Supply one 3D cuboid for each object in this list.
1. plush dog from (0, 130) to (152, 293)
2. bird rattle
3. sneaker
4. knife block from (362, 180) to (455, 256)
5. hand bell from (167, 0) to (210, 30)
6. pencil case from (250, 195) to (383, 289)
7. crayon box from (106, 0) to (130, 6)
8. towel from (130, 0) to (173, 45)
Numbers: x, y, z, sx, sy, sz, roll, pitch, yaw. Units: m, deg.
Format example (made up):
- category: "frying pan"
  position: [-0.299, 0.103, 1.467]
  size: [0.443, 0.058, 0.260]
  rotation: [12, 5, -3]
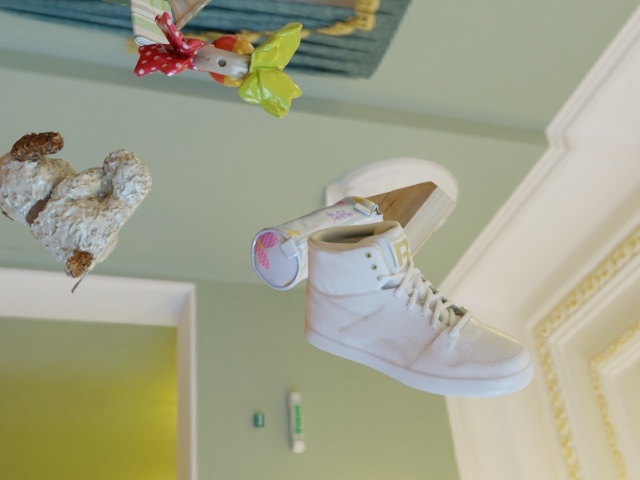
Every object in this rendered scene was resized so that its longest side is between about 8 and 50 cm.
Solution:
- category: "plush dog"
  position: [-0.444, -0.059, 1.396]
  size: [0.262, 0.225, 0.211]
  rotation: [-49, -173, 39]
- category: "bird rattle"
  position: [-0.151, -0.271, 1.297]
  size: [0.207, 0.253, 0.143]
  rotation: [-77, 172, -79]
- category: "sneaker"
  position: [0.106, 0.069, 0.971]
  size: [0.108, 0.292, 0.169]
  rotation: [-41, 136, -51]
- category: "knife block"
  position: [0.146, 0.021, 1.778]
  size: [0.275, 0.088, 0.242]
  rotation: [-13, -119, 32]
- category: "hand bell"
  position: [-0.334, -0.566, 1.726]
  size: [0.126, 0.242, 0.126]
  rotation: [-40, -166, 12]
- category: "pencil case"
  position: [0.000, 0.000, 1.505]
  size: [0.124, 0.273, 0.114]
  rotation: [-12, -83, 42]
- category: "crayon box"
  position: [-0.482, -0.539, 1.426]
  size: [0.313, 0.362, 0.106]
  rotation: [169, -70, -71]
- category: "towel"
  position: [-0.379, -0.498, 1.906]
  size: [0.023, 0.113, 0.152]
  rotation: [-29, -119, 37]
